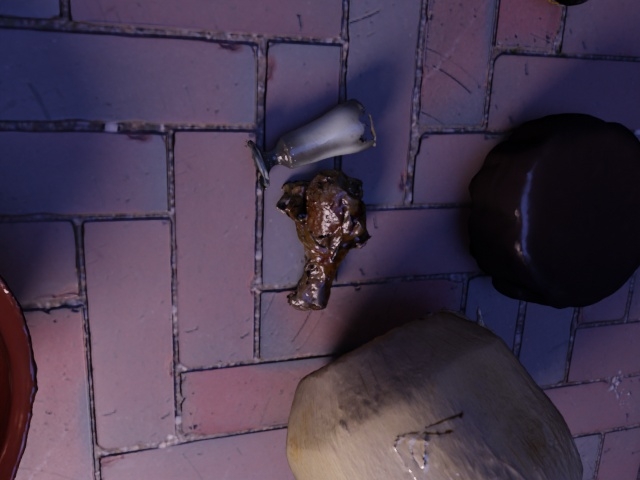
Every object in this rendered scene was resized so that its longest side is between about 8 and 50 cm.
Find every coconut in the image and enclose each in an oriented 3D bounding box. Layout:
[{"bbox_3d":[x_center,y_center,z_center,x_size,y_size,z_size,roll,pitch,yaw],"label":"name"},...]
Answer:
[{"bbox_3d":[0.142,0.291,0.774,0.346,0.346,0.360,-26,77,-10],"label":"coconut"}]

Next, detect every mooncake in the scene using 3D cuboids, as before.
[{"bbox_3d":[0.342,-0.043,0.873,0.283,0.141,0.282,-5,101,-25],"label":"mooncake"}]

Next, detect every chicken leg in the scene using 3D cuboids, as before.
[{"bbox_3d":[0.008,-0.001,0.812,0.125,0.080,0.196,-8,116,-6],"label":"chicken leg"}]

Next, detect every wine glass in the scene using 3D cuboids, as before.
[{"bbox_3d":[-0.012,-0.122,0.768,0.156,0.072,0.072,-23,112,-11],"label":"wine glass"}]

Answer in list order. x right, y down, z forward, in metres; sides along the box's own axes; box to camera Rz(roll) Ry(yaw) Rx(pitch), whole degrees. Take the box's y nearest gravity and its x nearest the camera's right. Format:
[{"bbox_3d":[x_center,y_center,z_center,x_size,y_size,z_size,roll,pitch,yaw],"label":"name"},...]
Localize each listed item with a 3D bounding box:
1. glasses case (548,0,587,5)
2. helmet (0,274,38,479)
[{"bbox_3d":[0.262,-0.434,0.762,0.321,0.082,0.122,34,94,-25],"label":"glasses case"},{"bbox_3d":[-0.467,0.136,0.600,0.338,0.230,0.384,19,90,-24],"label":"helmet"}]
